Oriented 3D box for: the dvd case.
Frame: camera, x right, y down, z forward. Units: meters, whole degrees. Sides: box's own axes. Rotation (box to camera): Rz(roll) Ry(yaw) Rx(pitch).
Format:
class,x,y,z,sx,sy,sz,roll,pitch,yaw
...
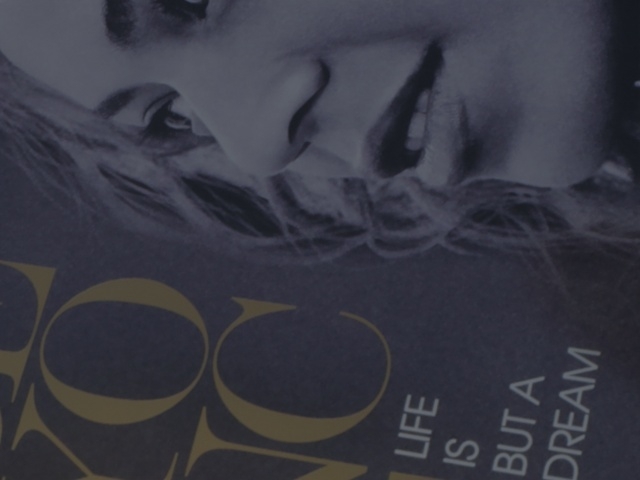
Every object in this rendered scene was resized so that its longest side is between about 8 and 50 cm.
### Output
class,x,y,z,sx,sy,sz,roll,pitch,yaw
dvd case,0.000,0.000,0.341,0.221,0.164,0.018,7,-23,17
